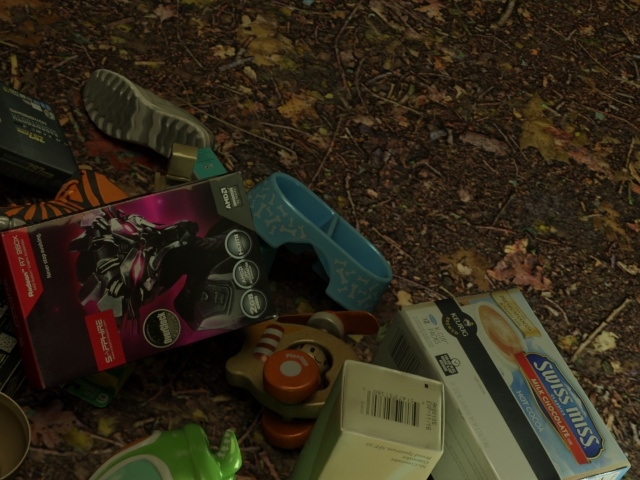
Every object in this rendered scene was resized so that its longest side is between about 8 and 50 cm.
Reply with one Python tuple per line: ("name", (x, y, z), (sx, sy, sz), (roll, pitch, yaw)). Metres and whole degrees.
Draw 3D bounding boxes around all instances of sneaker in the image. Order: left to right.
("sneaker", (-0.423, -0.027, 1.921), (0.321, 0.125, 0.180), (12, 40, -25))
("sneaker", (-0.309, -0.214, 2.273), (0.281, 0.105, 0.115), (33, 12, 17))

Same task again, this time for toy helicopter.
("toy helicopter", (-0.071, 0.146, 1.979), (0.235, 0.140, 0.355), (-31, 51, -32))

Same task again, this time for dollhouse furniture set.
("dollhouse furniture set", (-0.298, -0.067, 2.052), (0.160, 0.182, 0.101), (9, 46, -13))

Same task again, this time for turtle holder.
("turtle holder", (-0.195, 0.410, 1.636), (0.227, 0.243, 0.320), (-12, 92, -11))

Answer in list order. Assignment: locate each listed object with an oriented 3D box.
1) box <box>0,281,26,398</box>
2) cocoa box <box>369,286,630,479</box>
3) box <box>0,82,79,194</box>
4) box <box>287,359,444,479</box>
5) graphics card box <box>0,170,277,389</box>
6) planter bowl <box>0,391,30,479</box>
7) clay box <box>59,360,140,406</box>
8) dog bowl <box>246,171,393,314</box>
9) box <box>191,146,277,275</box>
("box", (-0.527, 0.092, 1.892), (0.257, 0.079, 0.322), (22, 44, 3))
("cocoa box", (0.249, 0.280, 1.890), (0.227, 0.231, 0.347), (-8, 52, -28))
("box", (-0.518, -0.182, 2.085), (0.232, 0.059, 0.183), (23, 33, -50))
("box", (0.053, 0.314, 1.728), (0.147, 0.311, 0.121), (13, 45, -8))
("graphics card box", (-0.266, 0.053, 1.826), (0.370, 0.094, 0.233), (-15, 94, -23))
("planter bowl", (-0.479, 0.292, 1.696), (0.162, 0.109, 0.162), (11, 45, -11))
("clay box", (-0.329, 0.145, 1.931), (0.127, 0.053, 0.222), (26, 44, 5))
("dog bowl", (0.000, 0.000, 2.095), (0.297, 0.074, 0.166), (41, 18, -6))
("box", (-0.165, -0.039, 2.133), (0.060, 0.101, 0.244), (-16, 56, -32))
